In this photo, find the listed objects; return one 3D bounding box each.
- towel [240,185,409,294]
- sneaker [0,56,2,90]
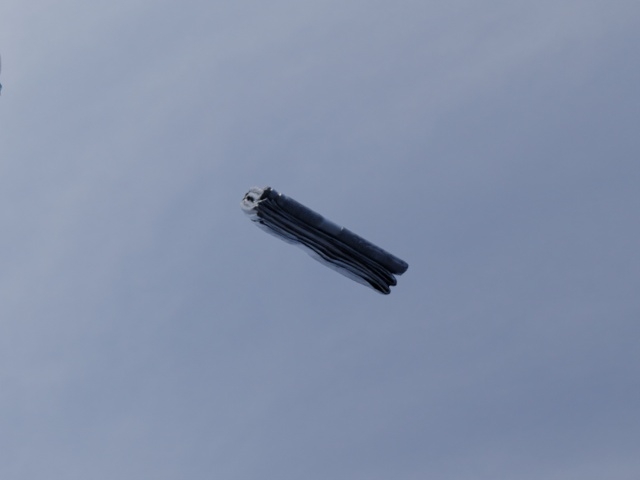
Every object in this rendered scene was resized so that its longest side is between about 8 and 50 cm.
[{"bbox_3d":[0.000,0.000,0.877,0.029,0.119,0.067,-62,-166,-4],"label":"towel"},{"bbox_3d":[-0.233,-0.122,0.576,0.228,0.087,0.092,28,-63,30],"label":"sneaker"}]
